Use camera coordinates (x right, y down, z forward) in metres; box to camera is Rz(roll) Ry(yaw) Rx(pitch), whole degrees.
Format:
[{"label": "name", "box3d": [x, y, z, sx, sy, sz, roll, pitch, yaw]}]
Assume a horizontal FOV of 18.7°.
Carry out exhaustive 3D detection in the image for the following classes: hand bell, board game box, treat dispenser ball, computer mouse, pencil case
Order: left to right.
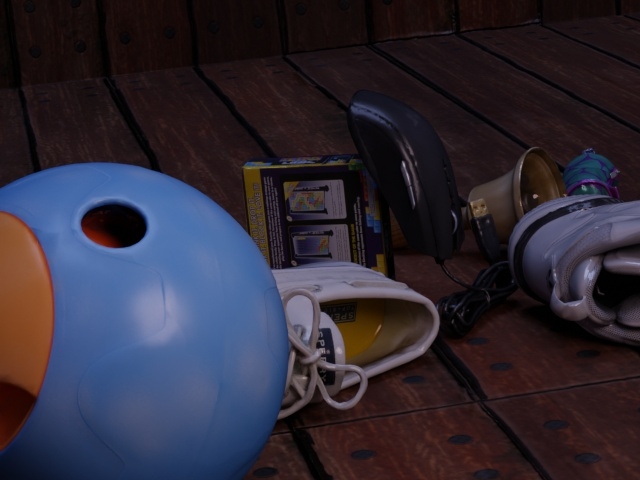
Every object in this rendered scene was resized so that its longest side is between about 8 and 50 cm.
[{"label": "treat dispenser ball", "box3d": [-0.167, 0.085, 1.465, 0.288, 0.288, 0.288, -5, 15, 1]}, {"label": "board game box", "box3d": [0.000, 0.000, 1.965, 0.141, 0.170, 0.048, -1, 16, 14]}, {"label": "hand bell", "box3d": [0.145, -0.023, 2.185, 0.242, 0.126, 0.126, -10, 10, 31]}, {"label": "computer mouse", "box3d": [0.129, -0.044, 1.939, 0.060, 0.262, 0.184, -26, -3, 30]}, {"label": "pencil case", "box3d": [0.318, -0.060, 2.291, 0.070, 0.064, 0.152, -19, 12, 13]}]

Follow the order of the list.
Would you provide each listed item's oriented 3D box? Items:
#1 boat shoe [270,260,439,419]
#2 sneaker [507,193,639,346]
[{"label": "boat shoe", "box3d": [-0.026, 0.098, 1.717, 0.156, 0.136, 0.367, 13, 13, 42]}, {"label": "sneaker", "box3d": [0.372, 0.013, 1.871, 0.365, 0.137, 0.210, -11, 15, -1]}]
